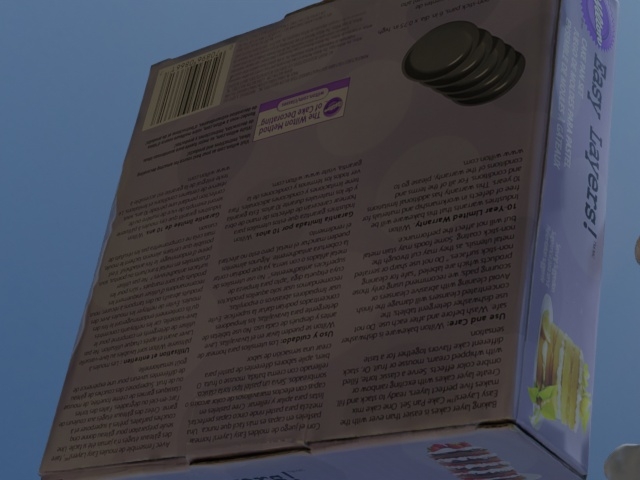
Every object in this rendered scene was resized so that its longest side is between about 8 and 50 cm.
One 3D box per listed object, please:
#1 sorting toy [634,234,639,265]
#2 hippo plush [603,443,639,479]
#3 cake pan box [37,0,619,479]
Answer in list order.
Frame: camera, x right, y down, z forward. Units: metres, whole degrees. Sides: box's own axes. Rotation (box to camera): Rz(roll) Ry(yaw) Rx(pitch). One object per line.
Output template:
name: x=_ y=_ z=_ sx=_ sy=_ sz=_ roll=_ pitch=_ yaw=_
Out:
sorting toy: x=0.303 y=-0.004 z=0.836 sx=0.193 sy=0.208 sz=0.038 roll=-6 pitch=-98 yaw=23
hippo plush: x=0.264 y=0.224 z=0.890 sx=0.234 sy=0.294 sz=0.236 roll=-17 pitch=-141 yaw=-15
cake pan box: x=0.000 y=0.000 z=0.640 sx=0.267 sy=0.070 sz=0.245 roll=-14 pitch=-129 yaw=34
